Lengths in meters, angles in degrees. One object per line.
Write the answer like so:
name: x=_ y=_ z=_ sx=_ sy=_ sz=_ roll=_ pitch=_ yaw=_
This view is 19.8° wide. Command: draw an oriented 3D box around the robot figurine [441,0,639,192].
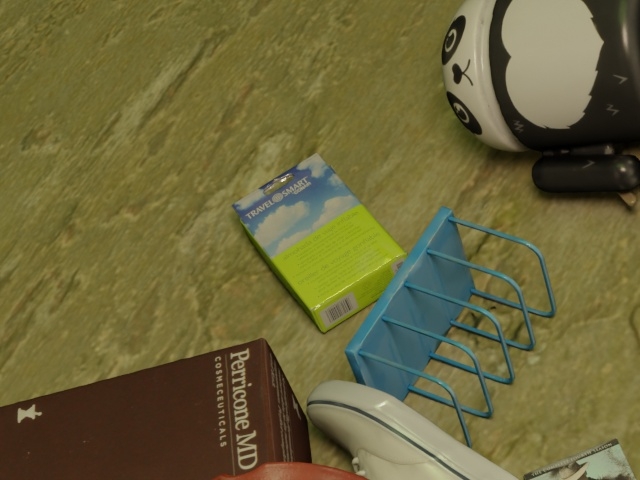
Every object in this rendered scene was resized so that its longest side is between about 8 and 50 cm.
robot figurine: x=0.245 y=-0.170 z=1.693 sx=0.278 sy=0.173 sz=0.209 roll=-4 pitch=52 yaw=35

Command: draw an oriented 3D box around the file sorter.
file sorter: x=0.118 y=0.081 z=1.606 sx=0.104 sy=0.118 sz=0.170 roll=19 pitch=59 yaw=31

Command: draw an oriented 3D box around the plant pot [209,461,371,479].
plant pot: x=-0.027 y=0.326 z=1.354 sx=0.272 sy=0.272 sz=0.265 roll=-9 pitch=42 yaw=15

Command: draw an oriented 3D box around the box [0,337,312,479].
box: x=-0.200 y=0.237 z=1.582 sx=0.381 sy=0.143 sz=0.191 roll=-15 pitch=46 yaw=7

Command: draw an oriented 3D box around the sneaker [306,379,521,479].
sneaker: x=0.070 y=0.199 z=1.536 sx=0.258 sy=0.094 sz=0.091 roll=26 pitch=67 yaw=40

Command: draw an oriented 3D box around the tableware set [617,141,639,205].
tableware set: x=0.309 y=-0.111 z=1.757 sx=0.128 sy=0.039 sz=0.194 roll=-37 pitch=40 yaw=4

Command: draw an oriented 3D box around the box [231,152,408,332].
box: x=0.000 y=0.000 z=1.778 sx=0.109 sy=0.042 sz=0.178 roll=-32 pitch=46 yaw=-8

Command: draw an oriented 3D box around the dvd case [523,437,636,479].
dvd case: x=0.225 y=0.224 z=1.506 sx=0.087 sy=0.013 sz=0.119 roll=-22 pitch=45 yaw=3
